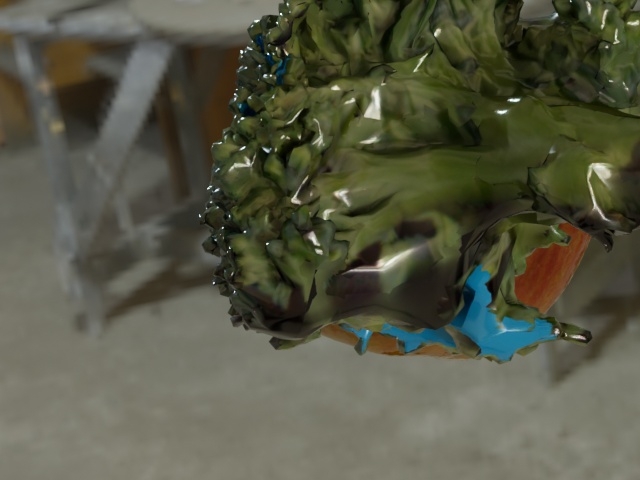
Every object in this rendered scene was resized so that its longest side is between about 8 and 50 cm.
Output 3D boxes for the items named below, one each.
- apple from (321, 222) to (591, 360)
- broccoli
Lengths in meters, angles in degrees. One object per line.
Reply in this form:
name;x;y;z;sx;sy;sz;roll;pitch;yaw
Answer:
apple;0.053;-0.025;1.074;0.195;0.173;0.160;15;6;10
broccoli;0.050;-0.027;0.610;0.167;0.155;0.160;11;8;-34
